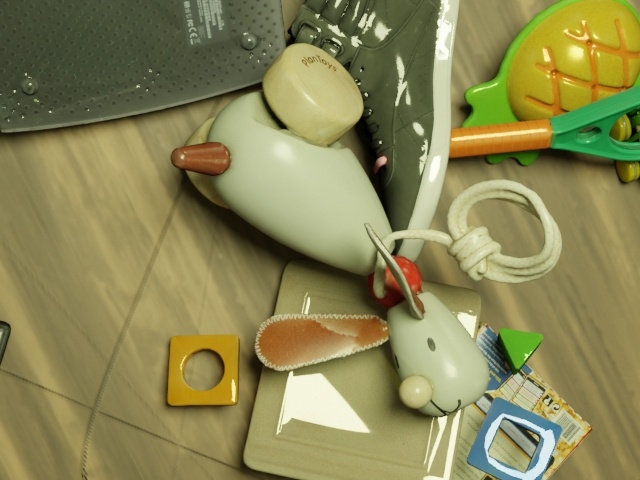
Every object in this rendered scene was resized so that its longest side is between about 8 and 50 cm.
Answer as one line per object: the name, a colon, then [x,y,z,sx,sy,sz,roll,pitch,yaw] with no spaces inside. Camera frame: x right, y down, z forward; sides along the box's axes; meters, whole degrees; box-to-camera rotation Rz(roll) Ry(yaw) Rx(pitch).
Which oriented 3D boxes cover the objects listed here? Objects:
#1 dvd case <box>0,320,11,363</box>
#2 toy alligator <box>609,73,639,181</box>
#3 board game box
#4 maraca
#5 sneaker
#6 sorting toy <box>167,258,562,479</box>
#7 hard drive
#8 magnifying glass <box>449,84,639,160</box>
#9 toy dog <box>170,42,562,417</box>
dvd case: [-0.384,0.169,0.792,0.180,0.022,0.253,17,87,-23]
toy alligator: [0.309,-0.120,0.908,0.056,0.051,0.190,-13,92,-9]
board game box: [0.134,0.194,0.883,0.147,0.045,0.193,45,84,-6]
maraca: [0.214,-0.146,0.872,0.185,0.099,0.127,-41,118,13]
sneaker: [0.039,-0.130,0.845,0.147,0.104,0.296,5,85,-6]
sorting toy: [0.038,0.123,0.844,0.347,0.047,0.196,10,72,9]
hard drive: [-0.161,-0.194,0.797,0.254,0.054,0.172,-14,123,-11]
magnifying glass: [0.227,-0.098,0.843,0.231,0.092,0.026,-7,59,0]
toy dog: [0.000,0.000,0.752,0.333,0.161,0.220,38,126,18]
